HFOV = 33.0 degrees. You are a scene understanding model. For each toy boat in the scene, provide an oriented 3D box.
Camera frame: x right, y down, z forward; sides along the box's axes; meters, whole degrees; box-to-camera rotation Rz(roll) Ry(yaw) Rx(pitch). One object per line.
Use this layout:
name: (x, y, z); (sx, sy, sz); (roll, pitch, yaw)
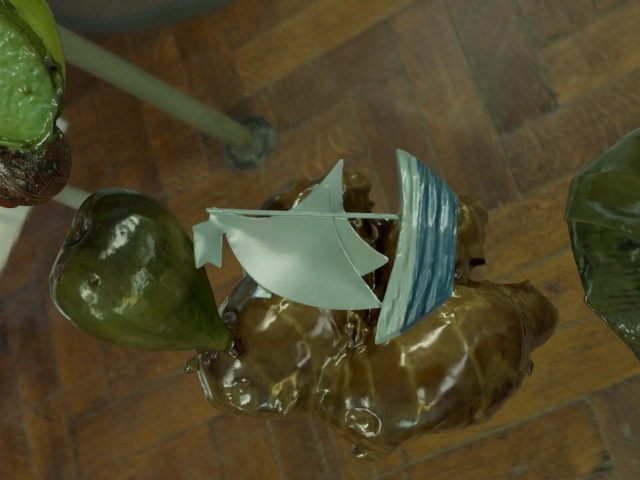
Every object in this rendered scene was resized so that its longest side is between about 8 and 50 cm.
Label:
toy boat: (0.007, 0.009, 0.583); (0.149, 0.034, 0.105); (-16, 69, -1)

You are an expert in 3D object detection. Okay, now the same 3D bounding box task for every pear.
pear: (-0.349, -0.220, 1.001); (0.255, 0.238, 0.164); (-105, 33, -51)

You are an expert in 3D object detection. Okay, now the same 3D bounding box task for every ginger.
ginger: (0.061, 0.077, 1.085); (0.357, 0.152, 0.274); (13, 66, 3)

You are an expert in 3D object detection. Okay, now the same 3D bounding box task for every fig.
fig: (-0.140, 0.033, 0.950); (0.133, 0.184, 0.127); (-79, 9, -48)

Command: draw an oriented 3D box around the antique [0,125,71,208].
antique: (-0.305, -0.085, 1.117); (0.104, 0.104, 0.104); (-8, 73, 28)

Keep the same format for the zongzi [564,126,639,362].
zongzi: (0.227, 0.028, 0.492); (0.125, 0.274, 0.251); (-37, 79, -6)
